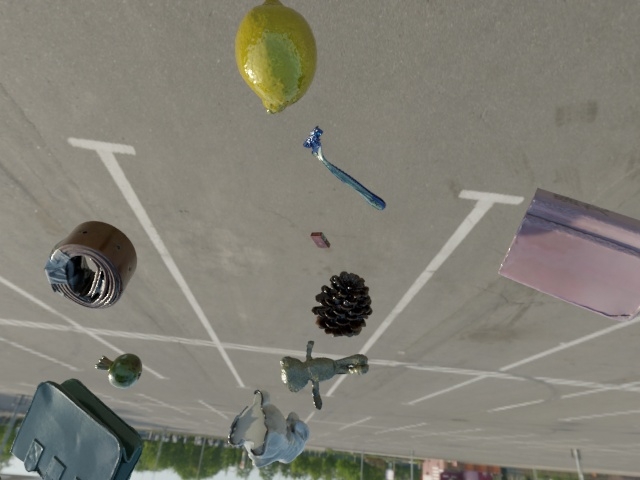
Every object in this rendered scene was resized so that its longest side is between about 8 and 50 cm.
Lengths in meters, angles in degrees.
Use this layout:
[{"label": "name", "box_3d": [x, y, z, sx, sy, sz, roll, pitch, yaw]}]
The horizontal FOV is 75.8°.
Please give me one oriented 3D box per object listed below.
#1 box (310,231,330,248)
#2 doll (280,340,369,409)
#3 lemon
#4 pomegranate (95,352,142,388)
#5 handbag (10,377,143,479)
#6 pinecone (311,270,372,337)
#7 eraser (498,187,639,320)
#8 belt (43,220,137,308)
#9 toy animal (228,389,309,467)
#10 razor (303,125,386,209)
[{"label": "box", "box_3d": [0.000, 0.000, 1.663, 0.051, 0.023, 0.082, 0, 142, 34]}, {"label": "doll", "box_3d": [0.003, 0.417, 1.356, 0.285, 0.203, 0.091, -40, 176, 15]}, {"label": "lemon", "box_3d": [-0.095, -0.405, 0.902, 0.186, 0.245, 0.187, -1, -173, 0]}, {"label": "pomegranate", "box_3d": [-0.651, 0.416, 1.332, 0.142, 0.115, 0.114, 21, 150, -7]}, {"label": "handbag", "box_3d": [-0.623, 0.526, 1.048, 0.326, 0.239, 0.089, 26, 179, 20]}, {"label": "pinecone", "box_3d": [0.091, 0.244, 1.641, 0.245, 0.247, 0.292, 8, 130, -3]}, {"label": "eraser", "box_3d": [0.731, 0.041, 1.152, 0.358, 0.122, 0.273, 26, 122, 23]}, {"label": "belt", "box_3d": [-0.569, 0.068, 1.028, 0.183, 0.105, 0.261, 26, 133, -19]}, {"label": "toy animal", "box_3d": [-0.171, 0.746, 1.591, 0.193, 0.258, 0.357, 14, 161, 40]}, {"label": "razor", "box_3d": [0.074, -0.199, 1.254, 0.324, 0.056, 0.093, 44, 147, -6]}]
